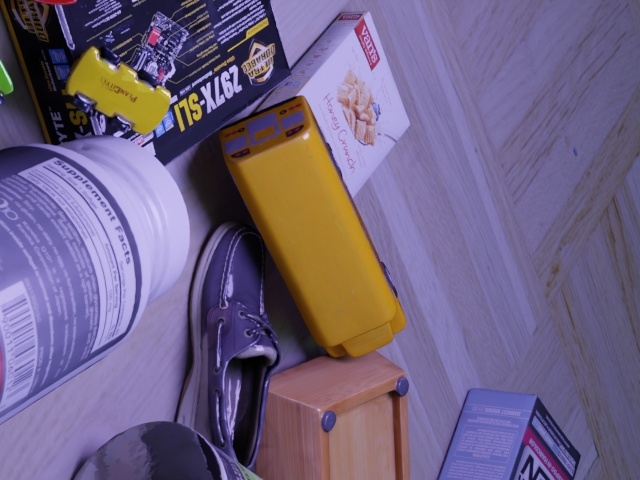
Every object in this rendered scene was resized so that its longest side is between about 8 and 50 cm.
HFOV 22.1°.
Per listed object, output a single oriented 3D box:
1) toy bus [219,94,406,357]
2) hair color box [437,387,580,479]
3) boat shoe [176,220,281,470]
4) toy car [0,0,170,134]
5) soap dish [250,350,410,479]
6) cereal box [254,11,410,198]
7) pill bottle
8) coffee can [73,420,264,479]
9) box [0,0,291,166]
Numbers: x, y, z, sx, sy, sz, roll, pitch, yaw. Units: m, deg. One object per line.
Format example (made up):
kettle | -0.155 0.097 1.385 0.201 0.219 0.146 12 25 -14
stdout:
toy bus | 0.000 0.000 1.846 0.130 0.108 0.332 -109 174 -58
hair color box | 0.229 0.412 2.256 0.185 0.114 0.374 51 53 -44
boat shoe | -0.088 0.120 1.795 0.103 0.092 0.285 23 72 -50
toy car | -0.275 -0.170 1.480 0.225 0.053 0.239 -28 115 -10
soap dish | 0.014 0.285 1.933 0.229 0.118 0.290 -16 106 -54
cereal box | 0.016 -0.141 1.966 0.240 0.047 0.173 -53 133 -39
pill bottle | -0.275 0.035 1.407 0.363 0.210 0.210 -34 120 -59
coffee can | -0.111 0.330 1.684 0.275 0.202 0.201 43 58 -48
box | -0.172 -0.223 1.669 0.322 0.079 0.257 -42 127 -45
